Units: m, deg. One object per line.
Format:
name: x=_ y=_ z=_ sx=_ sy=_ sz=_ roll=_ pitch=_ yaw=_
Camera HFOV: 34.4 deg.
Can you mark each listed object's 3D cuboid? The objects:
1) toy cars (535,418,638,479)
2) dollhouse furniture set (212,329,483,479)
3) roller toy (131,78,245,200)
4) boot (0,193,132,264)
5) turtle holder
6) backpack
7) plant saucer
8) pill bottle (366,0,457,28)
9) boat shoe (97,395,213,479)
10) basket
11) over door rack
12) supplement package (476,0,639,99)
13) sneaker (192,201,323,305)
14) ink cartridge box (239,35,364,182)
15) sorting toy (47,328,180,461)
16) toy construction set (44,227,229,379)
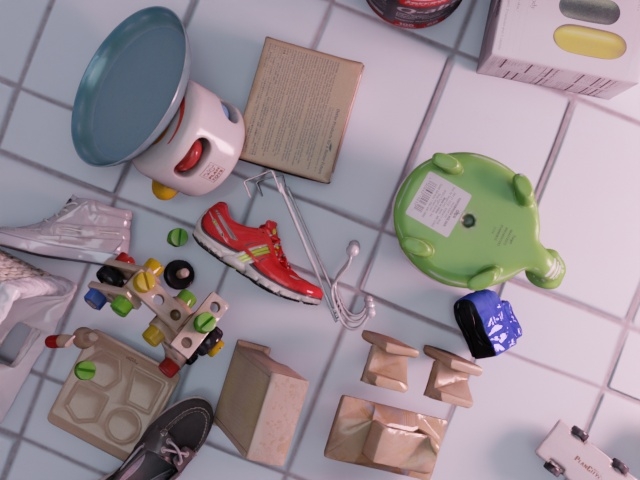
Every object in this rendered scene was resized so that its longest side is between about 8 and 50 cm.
toy cars: x=0.598 y=0.417 z=1.936 sx=0.394 sy=0.087 sz=0.176 roll=-2 pitch=85 yaw=4
dollhouse furniture set: x=0.033 y=0.336 z=1.912 sx=0.394 sy=0.256 sz=0.362 roll=17 pitch=91 yaw=-20
roller toy: x=-0.239 y=-0.182 z=1.887 sx=0.146 sy=0.191 sz=0.209 roll=27 pitch=67 yaw=-40
boot: x=-0.485 y=-0.027 z=1.957 sx=0.258 sy=0.095 sz=0.123 roll=10 pitch=83 yaw=-6
turtle holder: x=0.287 y=-0.033 z=1.868 sx=0.321 sy=0.227 sz=0.243 roll=0 pitch=89 yaw=0
backpack: x=0.309 y=0.149 z=1.934 sx=0.101 sy=0.098 sz=0.120 roll=-27 pitch=89 yaw=-28
plant saucer: x=-0.339 y=-0.274 z=1.885 sx=0.044 sy=0.318 sz=0.317 roll=25 pitch=90 yaw=-44
pill bottle: x=0.174 y=-0.505 z=1.802 sx=0.210 sy=0.363 sz=0.210 roll=0 pitch=90 yaw=1
boat shoe: x=-0.318 y=0.432 z=1.924 sx=0.335 sy=0.095 sz=0.112 roll=-44 pitch=117 yaw=6
basket: x=-0.659 y=0.160 z=1.840 sx=0.267 sy=0.331 sz=0.328 roll=30 pitch=91 yaw=6
over door rack: x=0.000 y=0.000 z=1.865 sx=0.108 sy=0.239 sz=0.324 roll=-35 pitch=90 yaw=3
supplement package: x=0.442 y=-0.389 z=1.879 sx=0.263 sy=0.198 sz=0.199 roll=12 pitch=90 yaw=1
sneaker: x=-0.104 y=0.023 z=1.937 sx=0.279 sy=0.107 sz=0.118 roll=33 pitch=85 yaw=0
ink cartridge box: x=-0.042 y=-0.241 z=1.943 sx=0.193 sy=0.088 sz=0.234 roll=17 pitch=90 yaw=0
sorting toy: x=-0.393 y=0.298 z=1.976 sx=0.193 sy=0.038 sz=0.208 roll=28 pitch=95 yaw=1
toy construction set: x=-0.310 y=0.138 z=1.824 sx=0.309 sy=0.237 sz=0.257 roll=-23 pitch=95 yaw=-27
